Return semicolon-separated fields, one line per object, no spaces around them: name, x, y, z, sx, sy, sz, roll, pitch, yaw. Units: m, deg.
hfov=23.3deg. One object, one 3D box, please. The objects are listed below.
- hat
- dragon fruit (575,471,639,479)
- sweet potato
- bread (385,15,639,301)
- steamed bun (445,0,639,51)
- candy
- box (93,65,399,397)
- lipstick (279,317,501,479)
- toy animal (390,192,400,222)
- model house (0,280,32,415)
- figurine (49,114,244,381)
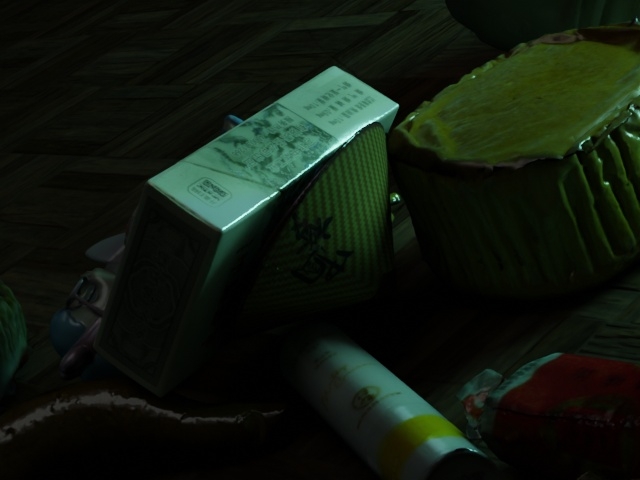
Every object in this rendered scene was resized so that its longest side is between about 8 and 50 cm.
hat;0.020;0.014;1.136;0.193;0.082;0.193;-51;-11;-14
dragon fruit;0.176;0.155;0.751;0.153;0.111;0.153;-19;26;9
sweet potato;-0.186;0.160;1.145;0.346;0.079;0.108;-20;44;1
bread;0.185;-0.064;1.211;0.253;0.142;0.227;-31;22;-27
steamed bun;0.302;-0.293;1.508;0.324;0.219;0.310;-36;-13;-39
candy;0.178;0.110;0.916;0.086;0.059;0.292;-36;26;-34
box;-0.051;-0.013;1.167;0.069;0.164;0.256;34;38;15
lipstick;0.039;0.118;1.036;0.059;0.059;0.264;-27;21;-11
toy animal;0.000;0.000;1.354;0.181;0.073;0.136;-13;28;-10
model house;-0.438;0.000;1.316;0.297;0.339;0.360;-5;20;11
figurine;-0.122;0.012;1.269;0.260;0.103;0.205;-56;11;-14
